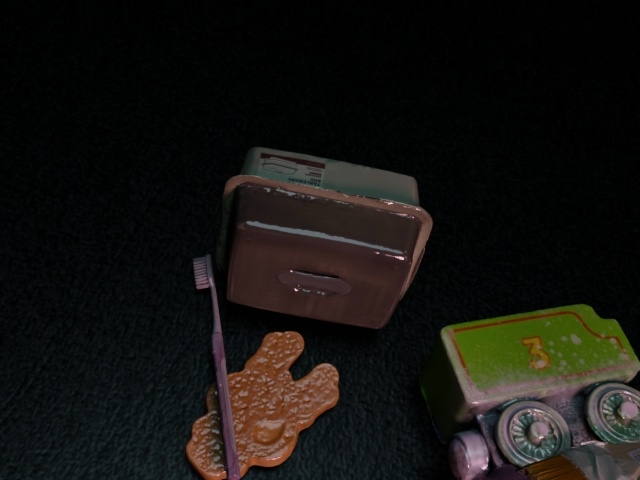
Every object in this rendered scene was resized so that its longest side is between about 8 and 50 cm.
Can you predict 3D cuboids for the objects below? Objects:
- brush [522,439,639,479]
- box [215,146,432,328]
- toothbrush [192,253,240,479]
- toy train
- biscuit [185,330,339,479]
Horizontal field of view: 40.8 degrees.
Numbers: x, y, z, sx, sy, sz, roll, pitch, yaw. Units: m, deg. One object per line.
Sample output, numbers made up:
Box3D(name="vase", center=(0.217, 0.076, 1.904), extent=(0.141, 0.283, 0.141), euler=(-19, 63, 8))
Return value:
Box3D(name="brush", center=(0.409, 0.257, 1.055), extent=(0.337, 0.020, 0.085), euler=(-11, 31, -20))
Box3D(name="box", center=(0.000, 0.000, 1.224), extent=(0.291, 0.220, 0.166), euler=(10, 47, -4))
Box3D(name="toothbrush", center=(-0.145, 0.163, 1.185), extent=(0.029, 0.024, 0.354), euler=(-12, 54, -1))
Box3D(name="toy train", center=(0.301, 0.225, 1.187), extent=(0.307, 0.173, 0.248), euler=(-7, 54, -14))
Box3D(name="biscuit", center=(-0.082, 0.231, 1.178), extent=(0.144, 0.040, 0.236), euler=(38, 63, 21))
